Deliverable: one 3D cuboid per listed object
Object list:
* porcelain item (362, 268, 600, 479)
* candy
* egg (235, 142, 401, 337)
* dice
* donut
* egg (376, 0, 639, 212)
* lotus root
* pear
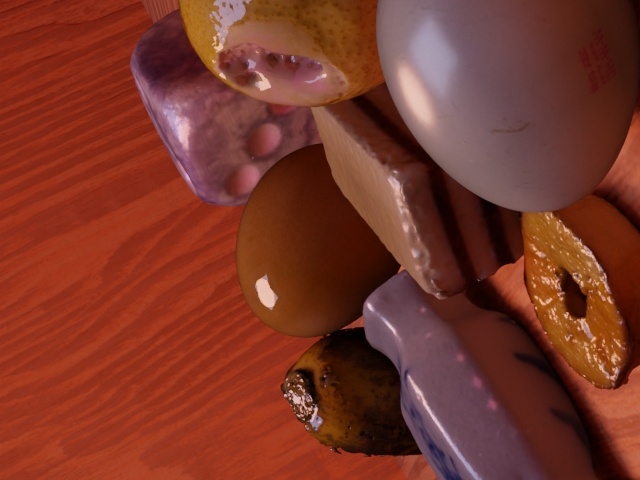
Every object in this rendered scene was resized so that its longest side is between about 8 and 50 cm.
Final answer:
[{"bbox_3d":[0.219,0.226,1.421,0.405,0.178,0.243,56,168,27],"label":"porcelain item"},{"bbox_3d":[0.101,-0.094,1.295,0.321,0.135,0.179,51,164,51],"label":"candy"},{"bbox_3d":[0.000,0.000,1.606,0.250,0.322,0.250,18,144,14],"label":"egg"},{"bbox_3d":[-0.153,-0.243,1.861,0.270,0.270,0.271,54,168,43],"label":"dice"},{"bbox_3d":[0.256,0.040,1.000,0.174,0.074,0.190,-131,21,-62],"label":"donut"},{"bbox_3d":[0.141,-0.130,0.790,0.183,0.182,0.264,52,173,49],"label":"egg"},{"bbox_3d":[0.114,0.234,1.657,0.179,0.397,0.196,-44,57,39],"label":"lotus root"},{"bbox_3d":[-0.017,-0.260,1.098,0.271,0.271,0.271,60,171,16],"label":"pear"}]
